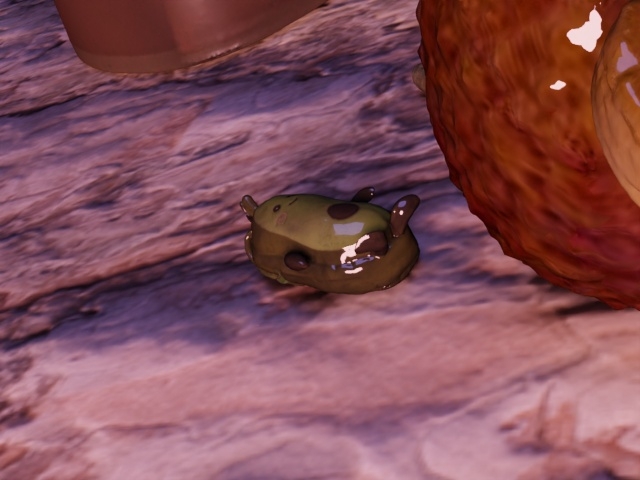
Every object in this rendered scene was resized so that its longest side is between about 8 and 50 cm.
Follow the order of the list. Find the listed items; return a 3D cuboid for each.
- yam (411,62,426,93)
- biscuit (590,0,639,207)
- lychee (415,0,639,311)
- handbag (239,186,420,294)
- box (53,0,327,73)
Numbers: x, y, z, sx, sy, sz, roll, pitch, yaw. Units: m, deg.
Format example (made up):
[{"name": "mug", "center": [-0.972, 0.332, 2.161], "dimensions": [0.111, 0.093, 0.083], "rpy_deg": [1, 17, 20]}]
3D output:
[{"name": "yam", "center": [0.086, -0.092, 0.807], "dimensions": [0.021, 0.021, 0.116], "rpy_deg": [-26, 29, -8]}, {"name": "biscuit", "center": [0.200, 0.030, 0.356], "dimensions": [0.301, 0.049, 0.197], "rpy_deg": [43, 55, 16]}, {"name": "lychee", "center": [0.163, -0.095, 0.535], "dimensions": [0.261, 0.260, 0.260], "rpy_deg": [-16, 30, 9]}, {"name": "handbag", "center": [0.000, 0.000, 0.683], "dimensions": [0.111, 0.047, 0.072], "rpy_deg": [8, 40, 39]}, {"name": "box", "center": [-0.113, -0.307, 1.104], "dimensions": [0.301, 0.216, 0.301], "rpy_deg": [-15, 29, 8]}]
